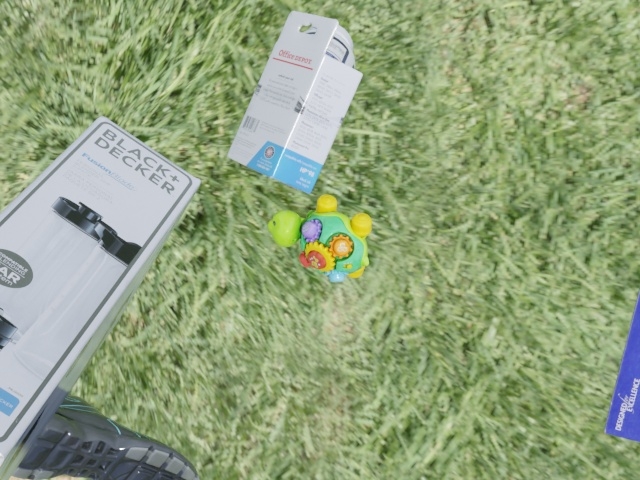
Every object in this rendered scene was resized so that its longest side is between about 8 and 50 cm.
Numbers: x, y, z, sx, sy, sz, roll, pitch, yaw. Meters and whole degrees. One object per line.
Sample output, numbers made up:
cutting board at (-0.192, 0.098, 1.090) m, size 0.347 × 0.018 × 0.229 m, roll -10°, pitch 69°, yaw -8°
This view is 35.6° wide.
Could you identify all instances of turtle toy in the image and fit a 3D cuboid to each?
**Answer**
turtle toy at (0.000, 0.000, 1.168) m, size 0.130 × 0.095 × 0.066 m, roll 29°, pitch 49°, yaw 21°

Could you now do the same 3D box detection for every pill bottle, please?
pill bottle at (-0.008, -0.210, 1.265) m, size 0.094 × 0.169 × 0.094 m, roll 8°, pitch 128°, yaw 10°

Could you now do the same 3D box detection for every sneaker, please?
sneaker at (-0.247, 0.224, 1.114) m, size 0.267 × 0.106 × 0.101 m, roll 33°, pitch 103°, yaw -34°

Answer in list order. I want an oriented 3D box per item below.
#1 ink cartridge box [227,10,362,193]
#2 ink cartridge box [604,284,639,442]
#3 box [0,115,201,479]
ink cartridge box at (-0.022, -0.153, 1.098) m, size 0.060 × 0.104 × 0.180 m, roll 22°, pitch 94°, yaw -38°
ink cartridge box at (0.420, 0.140, 0.768) m, size 0.370 × 0.069 × 0.176 m, roll 14°, pitch 115°, yaw 18°
box at (-0.189, 0.060, 0.625) m, size 0.087 × 0.290 × 0.169 m, roll 32°, pitch 122°, yaw -6°
